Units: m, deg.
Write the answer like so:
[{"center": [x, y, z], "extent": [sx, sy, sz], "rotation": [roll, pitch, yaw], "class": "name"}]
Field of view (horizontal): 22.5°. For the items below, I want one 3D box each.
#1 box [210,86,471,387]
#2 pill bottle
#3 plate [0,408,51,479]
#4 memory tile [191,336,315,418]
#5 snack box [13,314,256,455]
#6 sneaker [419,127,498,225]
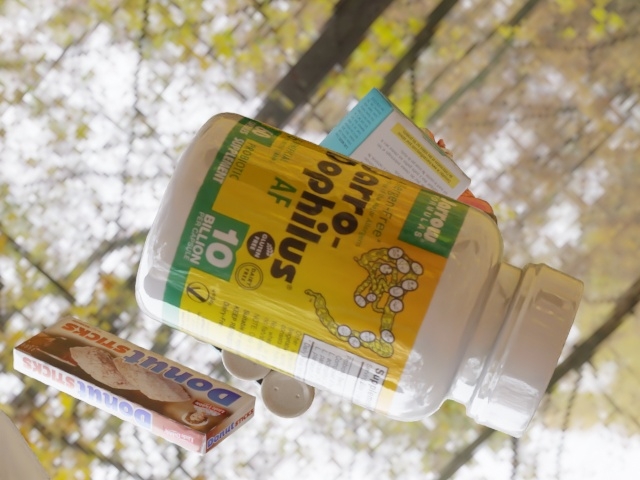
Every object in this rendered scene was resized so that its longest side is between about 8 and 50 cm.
[{"center": [0.000, 0.000, 1.313], "extent": [0.100, 0.244, 0.060], "rotation": [41, -173, -26], "class": "box"}, {"center": [0.022, 0.022, 0.825], "extent": [0.208, 0.117, 0.117], "rotation": [22, -156, 6], "class": "pill bottle"}, {"center": [-0.199, 0.259, 0.769], "extent": [0.277, 0.278, 0.045], "rotation": [54, 165, 9], "class": "plate"}, {"center": [-0.035, 0.039, 1.075], "extent": [0.148, 0.113, 0.012], "rotation": [44, -166, -3], "class": "memory tile"}, {"center": [-0.138, 0.104, 1.182], "extent": [0.178, 0.022, 0.064], "rotation": [20, -149, 27], "class": "snack box"}, {"center": [0.102, -0.055, 1.713], "extent": [0.116, 0.136, 0.314], "rotation": [4, -179, -14], "class": "sneaker"}]
